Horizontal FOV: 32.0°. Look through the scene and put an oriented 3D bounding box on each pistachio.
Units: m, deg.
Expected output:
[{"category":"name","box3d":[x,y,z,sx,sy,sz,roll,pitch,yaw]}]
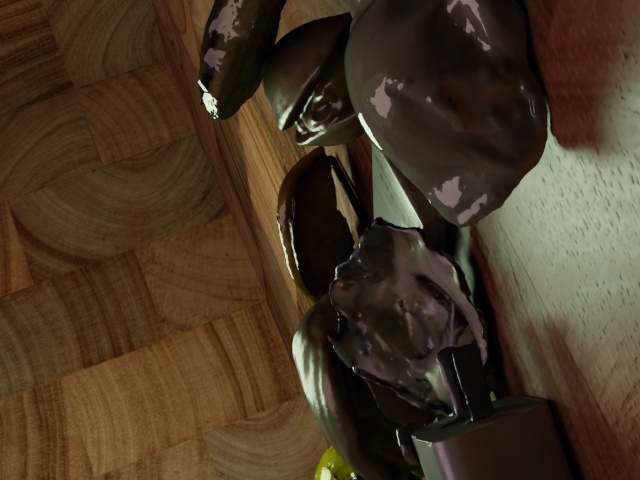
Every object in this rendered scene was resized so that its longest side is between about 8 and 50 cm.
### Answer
[{"category":"pistachio","box3d":[0.067,0.202,1.569,0.288,0.166,0.197,66,-165,0]},{"category":"pistachio","box3d":[0.010,-0.170,1.165,0.215,0.144,0.144,177,72,-75]}]

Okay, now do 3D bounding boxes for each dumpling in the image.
[{"category":"dumpling","box3d":[0.096,-0.127,0.831,0.151,0.124,0.229,-22,95,45]}]

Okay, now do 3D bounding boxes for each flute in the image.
[{"category":"flute","box3d":[0.065,-0.020,1.544,0.014,0.014,0.269,82,165,-55]}]

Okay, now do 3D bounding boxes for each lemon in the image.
[{"category":"lemon","box3d":[0.074,0.430,1.990,0.206,0.173,0.173,168,81,-82]}]

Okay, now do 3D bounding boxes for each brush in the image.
[{"category":"brush","box3d":[0.134,0.234,1.275,0.336,0.020,0.085,34,-142,-69]}]

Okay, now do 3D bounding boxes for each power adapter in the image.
[{"category":"power adapter","box3d":[0.161,0.199,1.081,0.130,0.125,0.205,154,97,-82]}]

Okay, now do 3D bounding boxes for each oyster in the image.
[{"category":"oyster","box3d":[0.108,0.083,1.197,0.214,0.083,0.223,34,134,12]}]

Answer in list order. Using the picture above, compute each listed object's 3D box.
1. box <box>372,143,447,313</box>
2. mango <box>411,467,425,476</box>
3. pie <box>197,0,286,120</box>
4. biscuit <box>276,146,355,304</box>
[{"category":"box","box3d":[0.100,-0.007,1.282,0.245,0.035,0.139,86,160,-59]},{"category":"mango","box3d":[0.122,0.292,1.721,0.165,0.074,0.091,51,157,28]},{"category":"pie","box3d":[-0.065,-0.287,1.177,0.339,0.077,0.339,-167,90,-87]},{"category":"biscuit","box3d":[-0.001,0.004,1.591,0.154,0.045,0.299,-63,-29,-33]}]
